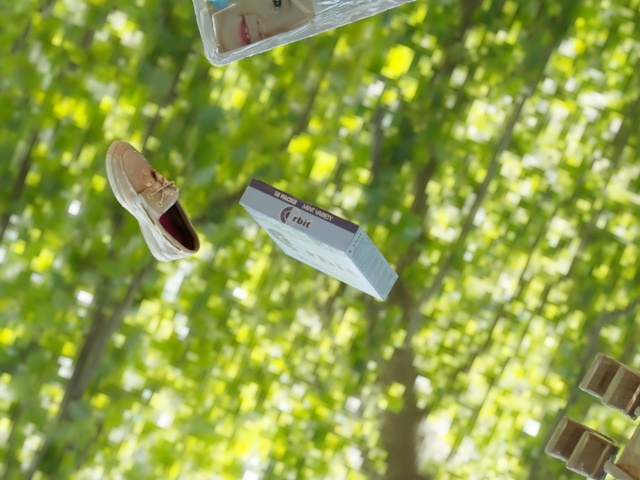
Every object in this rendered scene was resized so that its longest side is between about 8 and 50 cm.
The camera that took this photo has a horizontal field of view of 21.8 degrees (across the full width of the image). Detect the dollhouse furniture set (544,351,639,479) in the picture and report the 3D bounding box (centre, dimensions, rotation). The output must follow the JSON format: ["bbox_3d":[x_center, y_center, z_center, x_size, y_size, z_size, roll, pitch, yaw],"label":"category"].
[{"bbox_3d":[0.389,0.184,1.661,0.161,0.242,0.212,26,-176,-34],"label":"dollhouse furniture set"}]

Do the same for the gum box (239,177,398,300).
[{"bbox_3d":[0.000,0.000,2.057,0.157,0.041,0.184,26,169,24],"label":"gum box"}]

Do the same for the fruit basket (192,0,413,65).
[{"bbox_3d":[0.032,-0.322,1.145,0.353,0.327,0.165,-15,175,31],"label":"fruit basket"}]

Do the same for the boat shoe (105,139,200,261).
[{"bbox_3d":[-0.188,-0.048,1.920,0.059,0.063,0.170,-3,133,32],"label":"boat shoe"}]
